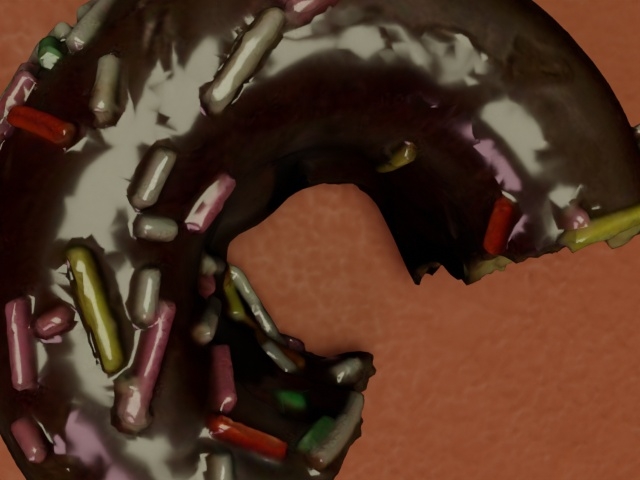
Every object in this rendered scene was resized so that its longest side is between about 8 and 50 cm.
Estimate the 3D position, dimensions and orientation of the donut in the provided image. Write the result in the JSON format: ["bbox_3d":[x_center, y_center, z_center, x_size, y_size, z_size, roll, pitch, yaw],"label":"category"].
[{"bbox_3d":[-0.018,-0.014,0.390,0.345,0.136,0.259,-42,101,-8],"label":"donut"}]
